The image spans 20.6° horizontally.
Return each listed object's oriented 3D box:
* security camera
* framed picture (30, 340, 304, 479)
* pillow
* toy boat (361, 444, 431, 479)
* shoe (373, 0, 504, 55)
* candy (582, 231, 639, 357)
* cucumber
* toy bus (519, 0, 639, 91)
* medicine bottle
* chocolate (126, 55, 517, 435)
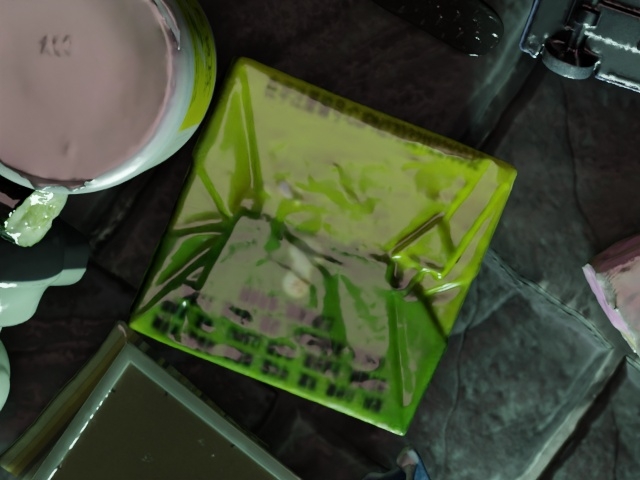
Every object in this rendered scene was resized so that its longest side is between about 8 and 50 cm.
[{"bbox_3d":[-0.376,0.080,1.732,0.197,0.191,0.277,33,113,31],"label":"security camera"},{"bbox_3d":[-0.146,0.265,1.762,0.273,0.016,0.216,38,99,11],"label":"framed picture"},{"bbox_3d":[-0.193,0.222,1.817,0.212,0.052,0.208,42,101,-4],"label":"pillow"},{"bbox_3d":[-0.001,0.326,1.786,0.142,0.129,0.309,40,99,-17],"label":"toy boat"},{"bbox_3d":[0.104,-0.250,1.760,0.179,0.049,0.071,32,110,-20],"label":"shoe"},{"bbox_3d":[0.409,0.026,1.750,0.265,0.116,0.155,-29,98,6],"label":"candy"},{"bbox_3d":[-0.351,-0.072,1.608,0.241,0.074,0.074,26,97,-3],"label":"cucumber"},{"bbox_3d":[0.350,-0.205,1.707,0.292,0.133,0.125,18,122,1],"label":"toy bus"},{"bbox_3d":[-0.205,-0.160,1.607,0.213,0.379,0.214,0,97,1],"label":"medicine bottle"},{"bbox_3d":[0.000,0.000,1.741,0.301,0.137,0.289,22,98,-5],"label":"chocolate"}]
